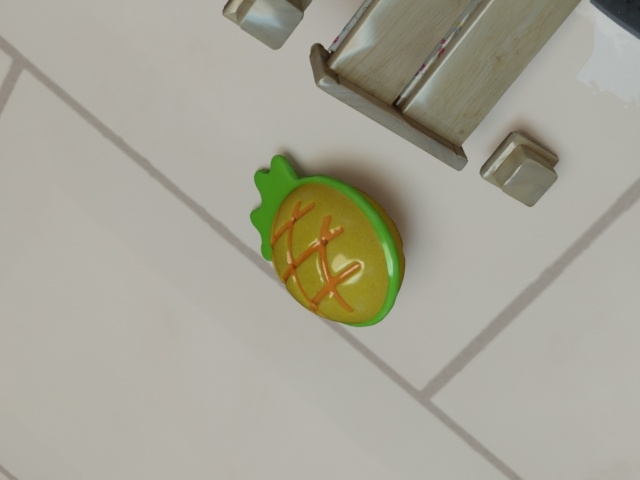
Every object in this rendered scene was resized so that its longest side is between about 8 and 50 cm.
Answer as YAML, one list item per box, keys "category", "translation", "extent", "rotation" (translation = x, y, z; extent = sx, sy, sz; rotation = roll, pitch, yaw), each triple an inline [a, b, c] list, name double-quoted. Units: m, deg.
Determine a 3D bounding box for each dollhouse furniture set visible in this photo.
- category: "dollhouse furniture set"
  translation: [0.101, -0.248, 0.752]
  extent: [0.356, 0.174, 0.303]
  rotation: [29, 115, -26]

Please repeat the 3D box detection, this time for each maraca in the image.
- category: "maraca"
  translation: [0.000, 0.000, 0.891]
  extent: [0.186, 0.099, 0.127]
  rotation: [35, 126, 37]

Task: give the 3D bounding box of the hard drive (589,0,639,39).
- category: "hard drive"
  translation: [0.288, -0.161, 0.601]
  extent: [0.254, 0.054, 0.172]
  rotation: [47, 117, 48]
